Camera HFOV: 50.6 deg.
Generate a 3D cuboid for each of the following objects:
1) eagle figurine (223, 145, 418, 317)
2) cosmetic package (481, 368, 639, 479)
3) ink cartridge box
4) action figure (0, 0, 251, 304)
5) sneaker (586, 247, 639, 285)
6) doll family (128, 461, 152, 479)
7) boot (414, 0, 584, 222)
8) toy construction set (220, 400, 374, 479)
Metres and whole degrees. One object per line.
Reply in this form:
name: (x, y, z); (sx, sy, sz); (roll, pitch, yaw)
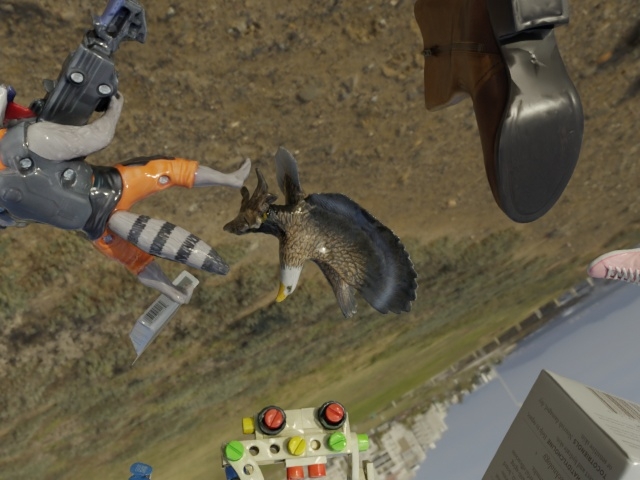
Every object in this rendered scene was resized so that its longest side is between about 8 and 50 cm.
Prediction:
eagle figurine: (-0.005, 0.010, 1.124); (0.298, 0.226, 0.225); (20, 122, -20)
cosmetic package: (0.537, 0.528, 1.298); (0.327, 0.329, 0.394); (-118, -130, -71)
ink cartridge box: (-0.411, 0.196, 1.701); (0.232, 0.066, 0.189); (-40, -170, 49)
action figure: (-0.241, -0.088, 0.746); (0.330, 0.178, 0.341); (20, 119, -24)
sneaker: (0.561, 0.056, 1.231); (0.134, 0.070, 0.051); (-11, 138, -1)
doll family: (-0.254, 0.465, 0.972); (0.263, 0.118, 0.163); (-71, 170, -64)
boot: (0.170, -0.164, 0.773); (0.096, 0.264, 0.280); (-14, -169, -13)
toy construction set: (-0.035, 0.384, 1.111); (0.327, 0.215, 0.151); (5, 152, -25)
